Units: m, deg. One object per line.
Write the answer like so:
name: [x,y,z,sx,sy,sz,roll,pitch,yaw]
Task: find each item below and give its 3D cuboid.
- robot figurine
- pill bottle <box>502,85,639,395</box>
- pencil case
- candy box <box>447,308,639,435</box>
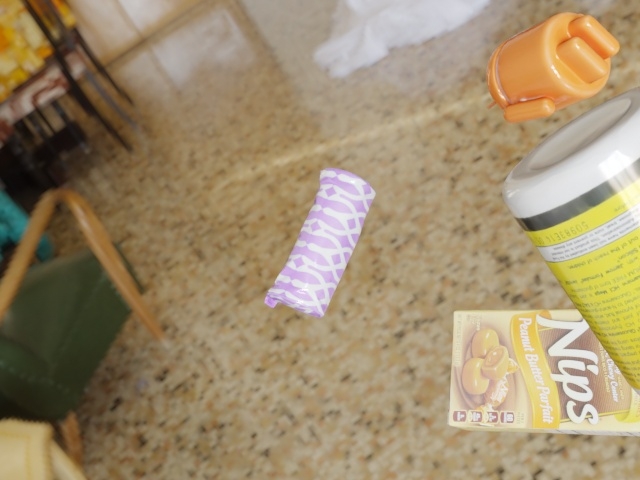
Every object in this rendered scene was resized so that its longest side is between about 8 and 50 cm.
robot figurine: [0.322,-0.245,1.768,0.128,0.158,0.219,-1,-9,-29]
pill bottle: [0.336,0.034,1.180,0.188,0.334,0.188,-34,8,6]
pencil case: [0.000,0.000,1.649,0.088,0.086,0.206,15,74,32]
candy box: [0.359,0.200,1.889,0.316,0.087,0.183,-3,76,27]
